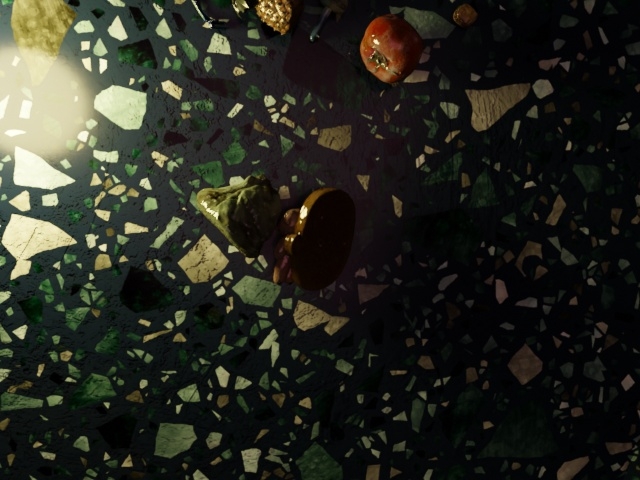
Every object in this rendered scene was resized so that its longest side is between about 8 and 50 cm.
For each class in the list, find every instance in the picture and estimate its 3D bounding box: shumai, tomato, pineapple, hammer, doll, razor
[{"bbox_3d":[-0.259,-0.116,1.675,0.263,0.304,0.309,-44,101,-11],"label":"shumai"},{"bbox_3d":[0.260,-0.690,1.696,0.188,0.232,0.232,-42,100,-18],"label":"tomato"},{"bbox_3d":[-0.243,-0.865,1.660,0.365,0.165,0.165,25,93,0],"label":"pineapple"},{"bbox_3d":[0.018,-0.819,1.719,0.069,0.116,0.194,42,112,28],"label":"hammer"},{"bbox_3d":[-0.122,0.014,1.781,0.156,0.201,0.303,27,102,33],"label":"doll"},{"bbox_3d":[-0.451,-0.891,1.673,0.056,0.093,0.324,-26,96,33],"label":"razor"}]

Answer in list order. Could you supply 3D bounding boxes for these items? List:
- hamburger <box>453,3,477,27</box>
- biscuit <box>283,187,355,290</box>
[{"bbox_3d":[0.550,-0.855,1.790,0.083,0.044,0.076,41,89,-11],"label":"hamburger"},{"bbox_3d":[-0.007,-0.003,1.716,0.350,0.070,0.394,-3,111,-48],"label":"biscuit"}]
